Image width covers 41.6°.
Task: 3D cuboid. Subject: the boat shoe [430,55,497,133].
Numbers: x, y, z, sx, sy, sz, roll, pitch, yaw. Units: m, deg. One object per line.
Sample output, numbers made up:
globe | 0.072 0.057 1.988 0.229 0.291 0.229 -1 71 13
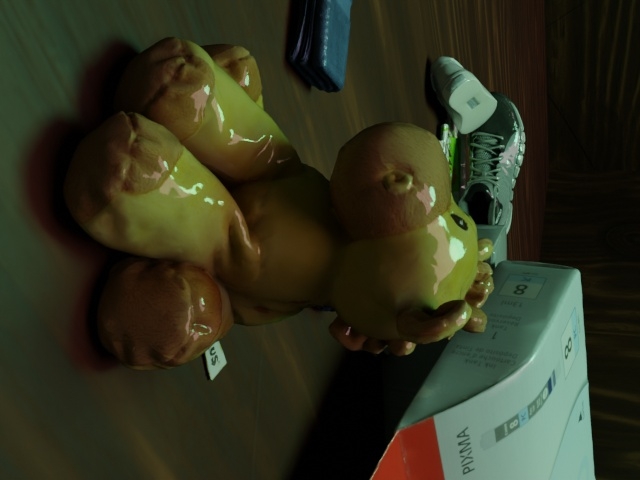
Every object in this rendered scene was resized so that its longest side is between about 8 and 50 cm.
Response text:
boat shoe | 0.187 -0.196 1.136 0.063 0.066 0.184 56 17 20

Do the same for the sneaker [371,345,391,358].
sneaker | 0.067 0.069 0.838 0.040 0.044 0.109 -48 139 -65

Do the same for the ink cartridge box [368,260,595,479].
ink cartridge box | 0.151 0.247 0.749 0.385 0.091 0.308 -48 135 -46

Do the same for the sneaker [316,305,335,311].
sneaker | 0.016 -0.009 0.620 0.211 0.080 0.081 96 -10 -71

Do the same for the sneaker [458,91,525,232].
sneaker | 0.245 -0.103 1.219 0.132 0.086 0.228 -15 106 -69

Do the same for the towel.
towel | 0.004 -0.177 0.640 0.067 0.029 0.119 33 60 -68

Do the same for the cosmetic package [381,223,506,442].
cosmetic package | 0.135 0.103 0.915 0.107 0.127 0.238 -36 128 -64

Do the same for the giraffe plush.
giraffe plush | 0.000 0.000 0.430 0.210 0.170 0.181 74 25 -43

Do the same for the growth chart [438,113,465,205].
growth chart | 0.184 -0.092 1.199 0.237 0.021 0.172 -37 126 -67
